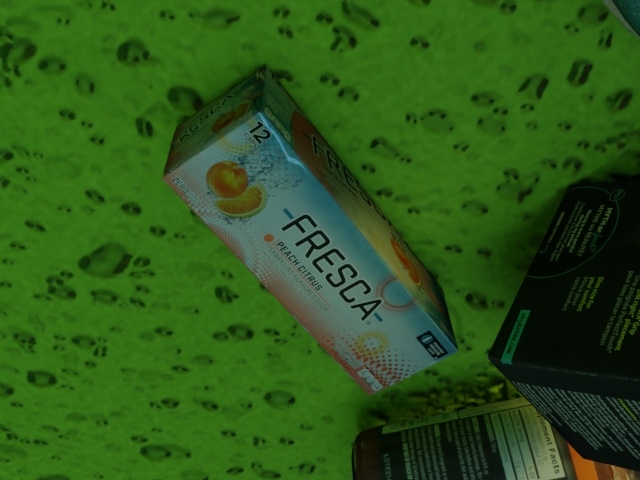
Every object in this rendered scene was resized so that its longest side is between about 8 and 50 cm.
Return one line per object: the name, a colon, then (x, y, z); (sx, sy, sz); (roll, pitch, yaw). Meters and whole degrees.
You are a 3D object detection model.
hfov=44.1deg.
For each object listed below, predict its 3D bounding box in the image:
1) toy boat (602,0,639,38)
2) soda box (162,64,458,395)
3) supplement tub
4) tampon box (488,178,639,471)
toy boat: (0.119, -0.159, 0.239); (0.319, 0.148, 0.267); (18, 151, -1)
soda box: (0.000, 0.000, 0.424); (0.063, 0.058, 0.183); (-30, 120, 18)
supplement tub: (0.126, 0.155, 0.504); (0.198, 0.106, 0.106); (-13, 124, 7)
tampon box: (0.189, 0.044, 0.378); (0.101, 0.120, 0.161); (44, 155, -27)
